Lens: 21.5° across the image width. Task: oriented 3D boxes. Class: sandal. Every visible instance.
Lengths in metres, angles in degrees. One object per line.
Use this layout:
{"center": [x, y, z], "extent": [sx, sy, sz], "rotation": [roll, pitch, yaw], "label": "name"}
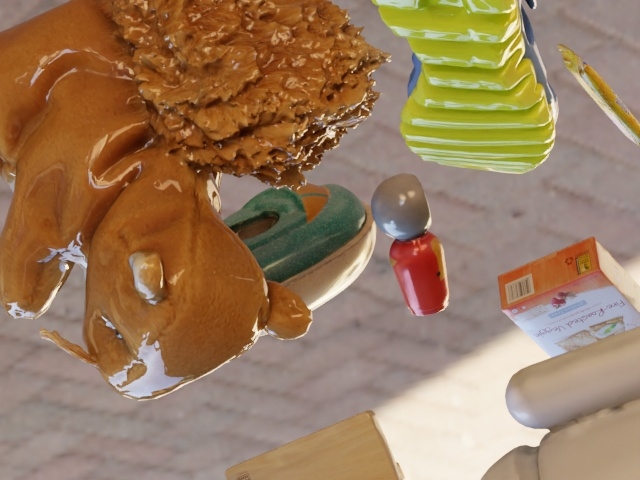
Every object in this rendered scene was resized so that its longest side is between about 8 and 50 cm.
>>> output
{"center": [0.118, -0.160, 1.251], "extent": [0.126, 0.138, 0.317], "rotation": [7, 152, 11], "label": "sandal"}

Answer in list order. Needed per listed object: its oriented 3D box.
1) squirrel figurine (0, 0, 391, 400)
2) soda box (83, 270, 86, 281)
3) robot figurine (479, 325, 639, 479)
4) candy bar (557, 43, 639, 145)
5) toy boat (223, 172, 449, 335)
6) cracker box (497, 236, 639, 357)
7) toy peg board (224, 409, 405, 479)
{"center": [-0.134, -0.068, 1.465], "extent": [0.281, 0.370, 0.397], "rotation": [27, 109, -39], "label": "squirrel figurine"}
{"center": [-0.217, 0.001, 1.957], "extent": [0.098, 0.286, 0.091], "rotation": [3, -166, 45], "label": "soda box"}
{"center": [0.241, 0.196, 1.120], "extent": [0.353, 0.300, 0.200], "rotation": [-28, -175, 16], "label": "robot figurine"}
{"center": [0.287, -0.143, 1.692], "extent": [0.018, 0.040, 0.161], "rotation": [-49, 128, 1], "label": "candy bar"}
{"center": [0.000, 0.000, 1.811], "extent": [0.318, 0.148, 0.267], "rotation": [1, -154, 40], "label": "toy boat"}
{"center": [0.377, 0.103, 2.397], "extent": [0.156, 0.067, 0.232], "rotation": [-25, 137, 26], "label": "cracker box"}
{"center": [0.022, 0.252, 1.555], "extent": [0.161, 0.160, 0.079], "rotation": [-25, 175, 24], "label": "toy peg board"}
